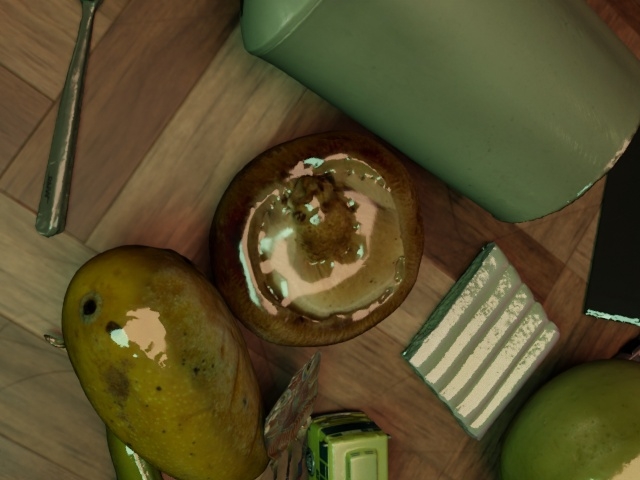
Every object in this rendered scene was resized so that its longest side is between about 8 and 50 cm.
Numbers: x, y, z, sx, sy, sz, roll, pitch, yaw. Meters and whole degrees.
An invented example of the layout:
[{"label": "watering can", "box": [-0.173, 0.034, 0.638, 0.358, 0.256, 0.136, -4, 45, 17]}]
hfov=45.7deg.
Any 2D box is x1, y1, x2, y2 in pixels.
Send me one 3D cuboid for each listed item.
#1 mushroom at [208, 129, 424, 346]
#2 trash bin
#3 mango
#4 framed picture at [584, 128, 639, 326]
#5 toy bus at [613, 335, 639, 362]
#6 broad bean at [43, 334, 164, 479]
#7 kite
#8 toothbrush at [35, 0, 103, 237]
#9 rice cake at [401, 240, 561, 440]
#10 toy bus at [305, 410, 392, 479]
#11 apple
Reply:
[{"label": "mushroom", "box": [0.000, 0.000, 0.856, 0.253, 0.153, 0.253, -4, 103, -16]}, {"label": "trash bin", "box": [0.121, -0.231, 0.826, 0.432, 0.280, 0.280, 34, 82, -22]}, {"label": "mango", "box": [-0.148, 0.146, 0.790, 0.176, 0.175, 0.330, -43, 129, -37]}, {"label": "framed picture", "box": [0.517, -0.039, 1.029, 0.255, 0.014, 0.339, 10, 89, 22]}, {"label": "toy bus", "box": [0.484, 0.156, 1.104, 0.130, 0.037, 0.052, -34, 102, -15]}, {"label": "broad bean", "box": [-0.212, 0.245, 0.846, 0.075, 0.067, 0.325, -15, 93, 18]}, {"label": "kite", "box": [-0.037, 0.236, 0.867, 0.127, 0.016, 0.230, -37, 140, -51]}, {"label": "toothbrush", "box": [-0.270, -0.149, 0.819, 0.030, 0.030, 0.298, 10, 92, 6]}, {"label": "rice cake", "box": [0.218, 0.135, 1.007, 0.198, 0.037, 0.189, -43, 106, -12]}, {"label": "toy bus", "box": [0.034, 0.303, 0.919, 0.088, 0.101, 0.175, -2, 93, -19]}, {"label": "apple", "box": [0.374, 0.294, 0.978, 0.279, 0.279, 0.279, -1, 94, -20]}]
